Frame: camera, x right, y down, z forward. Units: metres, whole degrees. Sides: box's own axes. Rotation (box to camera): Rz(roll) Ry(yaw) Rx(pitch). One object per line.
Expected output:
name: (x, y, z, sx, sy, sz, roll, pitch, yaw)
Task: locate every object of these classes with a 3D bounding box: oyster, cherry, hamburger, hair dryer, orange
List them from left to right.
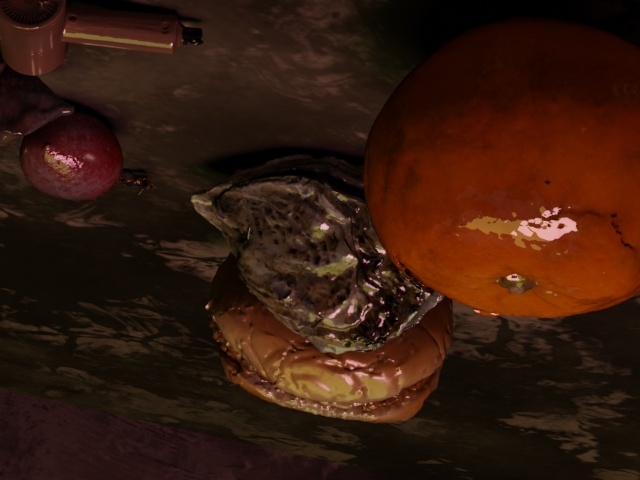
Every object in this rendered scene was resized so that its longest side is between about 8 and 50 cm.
cherry: (-0.253, -0.079, 1.606, 0.107, 0.090, 0.225, -6, 167, 9)
hair dryer: (-0.193, -0.183, 1.319, 0.181, 0.064, 0.117, 6, 162, -6)
oyster: (0.000, 0.000, 1.594, 0.198, 0.268, 0.112, -45, 172, 23)
hamburger: (0.011, 0.088, 1.725, 0.283, 0.259, 0.145, 3, 131, 3)
orange: (0.174, -0.059, 1.234, 0.284, 0.226, 0.284, 4, 159, 2)

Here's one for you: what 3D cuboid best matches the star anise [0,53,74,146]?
star anise: (-0.395, -0.140, 1.456, 0.315, 0.108, 0.315, 10, 153, 5)
